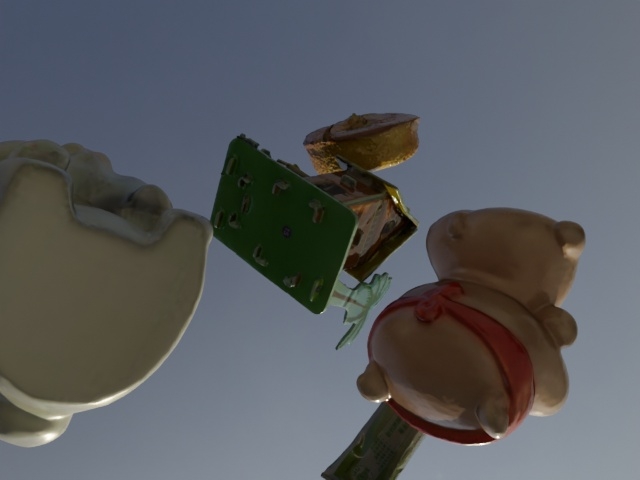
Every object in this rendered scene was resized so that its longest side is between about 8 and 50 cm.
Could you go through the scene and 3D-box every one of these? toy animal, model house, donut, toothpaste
[{"bbox_3d":[-0.265,0.026,0.663,0.196,0.367,0.241,25,-86,-34],"label":"toy animal"},{"bbox_3d":[0.000,0.000,1.296,0.300,0.340,0.324,35,-149,30],"label":"model house"},{"bbox_3d":[0.089,-0.210,1.425,0.253,0.253,0.118,-29,-72,-36],"label":"donut"},{"bbox_3d":[0.132,0.073,0.579,0.171,0.171,0.197,35,-109,-22],"label":"toy animal"},{"bbox_3d":[0.091,0.187,0.732,0.078,0.248,0.047,37,-166,20],"label":"toothpaste"}]
